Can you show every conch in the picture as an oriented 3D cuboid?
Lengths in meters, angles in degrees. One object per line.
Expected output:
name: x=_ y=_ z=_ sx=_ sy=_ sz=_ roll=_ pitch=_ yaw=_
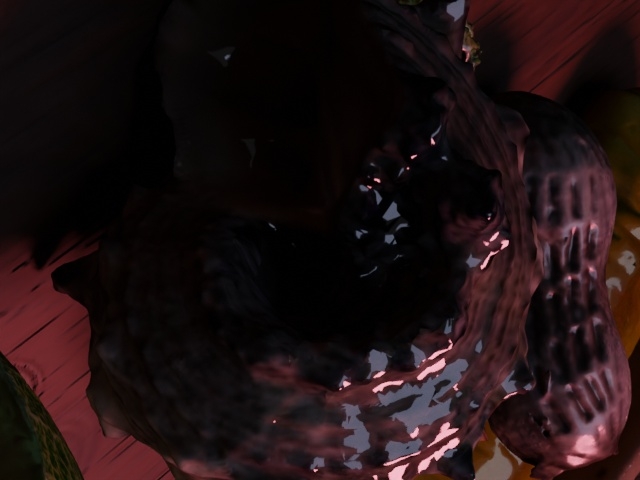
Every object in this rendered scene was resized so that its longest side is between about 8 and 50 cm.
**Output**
conch: x=-0.010 y=0.001 z=0.886 sx=0.186 sy=0.240 sz=0.313 roll=-74 pitch=167 yaw=-82

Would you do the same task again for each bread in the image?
bread: x=0.164 y=0.067 z=1.294 sx=0.383 sy=0.112 sz=0.166 roll=-55 pitch=149 yaw=-13

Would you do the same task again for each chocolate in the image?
chocolate: x=0.144 y=0.026 z=1.165 sx=0.110 sy=0.110 sz=0.248 roll=-6 pitch=90 yaw=-56

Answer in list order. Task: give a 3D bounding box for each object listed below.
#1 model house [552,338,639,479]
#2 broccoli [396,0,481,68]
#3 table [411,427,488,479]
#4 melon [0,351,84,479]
model house: x=0.236 y=0.166 z=1.481 sx=0.229 sy=0.122 sz=0.188 roll=-51 pitch=151 yaw=-25
broccoli: x=0.041 y=-0.094 z=0.995 sx=0.095 sy=0.092 sz=0.097 roll=-46 pitch=169 yaw=12
table: x=0.022 y=0.103 z=1.081 sx=0.167 sy=0.167 sz=0.227 roll=-56 pitch=159 yaw=-11
melon: x=-0.157 y=0.191 z=0.894 sx=0.124 sy=0.196 sz=0.323 roll=-14 pitch=144 yaw=-8
